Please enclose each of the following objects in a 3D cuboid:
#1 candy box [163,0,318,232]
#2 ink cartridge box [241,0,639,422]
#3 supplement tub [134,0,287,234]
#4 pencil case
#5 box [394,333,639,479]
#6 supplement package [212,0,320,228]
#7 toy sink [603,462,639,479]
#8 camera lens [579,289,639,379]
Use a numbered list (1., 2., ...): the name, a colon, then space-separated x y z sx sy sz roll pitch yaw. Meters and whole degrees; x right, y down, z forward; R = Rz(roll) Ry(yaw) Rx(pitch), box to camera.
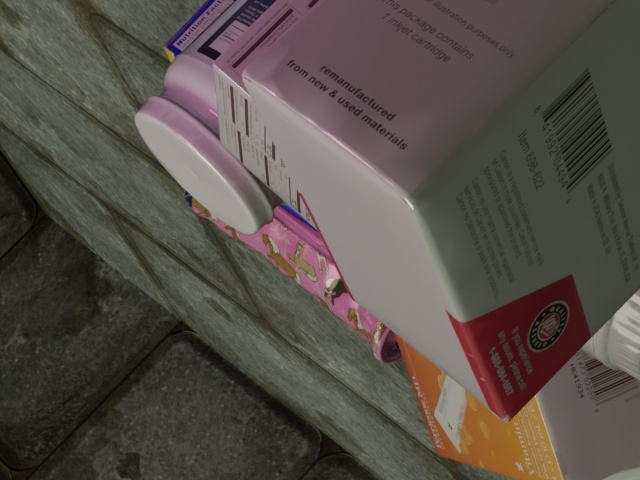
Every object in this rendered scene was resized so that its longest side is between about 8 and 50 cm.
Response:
1. candy box: -0.013 -0.123 2.297 0.317 0.122 0.268 37 165 31
2. ink cartridge box: 0.171 -0.116 1.227 0.160 0.384 0.279 39 166 34
3. supplement tub: -0.032 -0.158 1.919 0.191 0.272 0.191 41 167 12
4. pencil case: 0.000 0.000 2.564 0.386 0.167 0.160 39 133 21
5. box: 0.230 0.129 2.108 0.215 0.168 0.345 70 162 -7
6. supplement package: 0.048 -0.160 1.702 0.145 0.262 0.204 42 167 12
7. toy sink: 0.366 0.282 2.081 0.234 0.131 0.153 -38 -71 -71
8. camera lens: 0.228 -0.033 1.650 0.274 0.219 0.219 37 165 28
